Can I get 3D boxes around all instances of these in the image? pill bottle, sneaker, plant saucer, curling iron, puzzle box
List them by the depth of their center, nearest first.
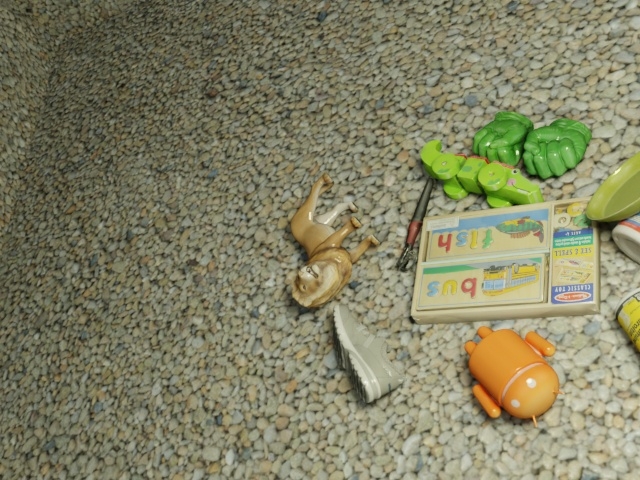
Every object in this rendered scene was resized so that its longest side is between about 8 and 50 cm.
[{"bbox_3d":[0.639,0.180,1.447,0.103,0.103,0.184,-32,46,10],"label":"pill bottle"},{"bbox_3d":[0.706,-0.058,1.564,0.221,0.124,0.124,-47,46,-4],"label":"pill bottle"},{"bbox_3d":[0.647,-0.117,1.577,0.241,0.037,0.241,-46,6,6],"label":"plant saucer"},{"bbox_3d":[0.409,0.048,1.732,0.409,0.052,0.272,-8,55,29],"label":"puzzle box"},{"bbox_3d":[0.104,0.251,1.776,0.115,0.105,0.281,-13,43,-14],"label":"sneaker"},{"bbox_3d":[0.242,-0.039,1.913,0.068,0.035,0.274,-40,24,59],"label":"curling iron"}]

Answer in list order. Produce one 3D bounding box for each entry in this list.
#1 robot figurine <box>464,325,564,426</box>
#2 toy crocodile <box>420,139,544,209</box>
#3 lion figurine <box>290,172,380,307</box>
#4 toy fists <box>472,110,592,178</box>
[{"bbox_3d":[0.382,0.261,1.539,0.158,0.128,0.219,-24,43,-17],"label":"robot figurine"},{"bbox_3d":[0.379,-0.155,1.857,0.341,0.115,0.105,21,71,42],"label":"toy crocodile"},{"bbox_3d":[0.000,0.000,2.003,0.240,0.142,0.392,-41,31,11],"label":"lion figurine"},{"bbox_3d":[0.492,-0.228,1.845,0.279,0.096,0.142,17,65,39],"label":"toy fists"}]
